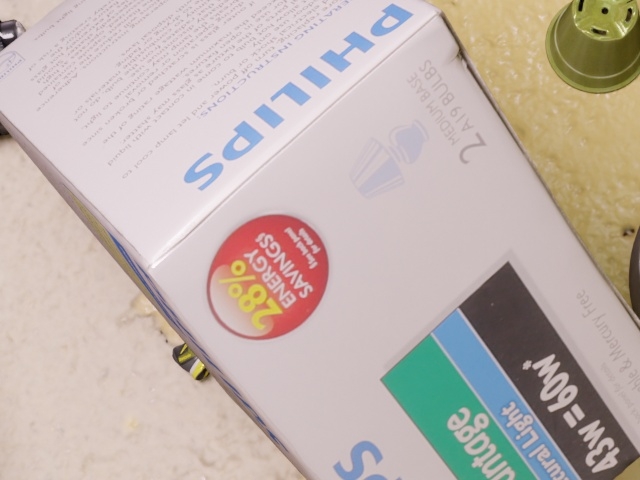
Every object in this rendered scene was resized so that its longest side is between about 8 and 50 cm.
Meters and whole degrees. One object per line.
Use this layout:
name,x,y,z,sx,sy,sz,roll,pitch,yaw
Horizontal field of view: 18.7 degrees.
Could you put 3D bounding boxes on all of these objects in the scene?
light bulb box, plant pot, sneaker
light bulb box,0.000,0.000,1.278,0.225,0.358,0.361,-41,33,-6
plant pot,0.221,-0.167,1.520,0.083,0.079,0.083,-1,76,2
sneaker,-0.085,0.066,1.504,0.035,0.031,0.083,30,80,11

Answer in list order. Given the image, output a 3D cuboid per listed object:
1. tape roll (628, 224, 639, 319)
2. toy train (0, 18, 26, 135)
tape roll,0.346,0.023,1.469,0.219,0.072,0.219,-1,75,3
toy train,-0.319,-0.122,1.544,0.184,0.080,0.105,-13,81,0
